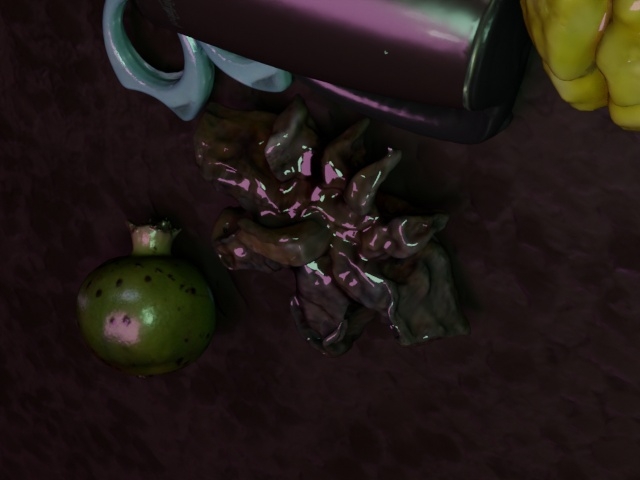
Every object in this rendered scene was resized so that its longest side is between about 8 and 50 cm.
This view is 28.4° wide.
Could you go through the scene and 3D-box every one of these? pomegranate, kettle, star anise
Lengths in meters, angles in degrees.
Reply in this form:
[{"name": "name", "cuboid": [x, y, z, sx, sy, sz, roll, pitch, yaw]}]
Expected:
[{"name": "pomegranate", "cuboid": [-0.148, 0.057, 1.098, 0.130, 0.130, 0.130, 22, 131, 27]}, {"name": "kettle", "cuboid": [0.018, -0.146, 0.794, 0.232, 0.144, 0.202, 25, 149, 17]}, {"name": "star anise", "cuboid": [-0.006, -0.002, 0.940, 0.220, 0.099, 0.214, 10, 124, 35]}]

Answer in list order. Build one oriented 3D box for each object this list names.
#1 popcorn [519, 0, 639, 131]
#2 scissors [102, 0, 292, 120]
[{"name": "popcorn", "cuboid": [0.217, -0.124, 0.608, 0.200, 0.226, 0.203, 46, 173, 31]}, {"name": "scissors", "cuboid": [-0.139, -0.259, 0.920, 0.191, 0.029, 0.360, -13, 108, 40]}]
